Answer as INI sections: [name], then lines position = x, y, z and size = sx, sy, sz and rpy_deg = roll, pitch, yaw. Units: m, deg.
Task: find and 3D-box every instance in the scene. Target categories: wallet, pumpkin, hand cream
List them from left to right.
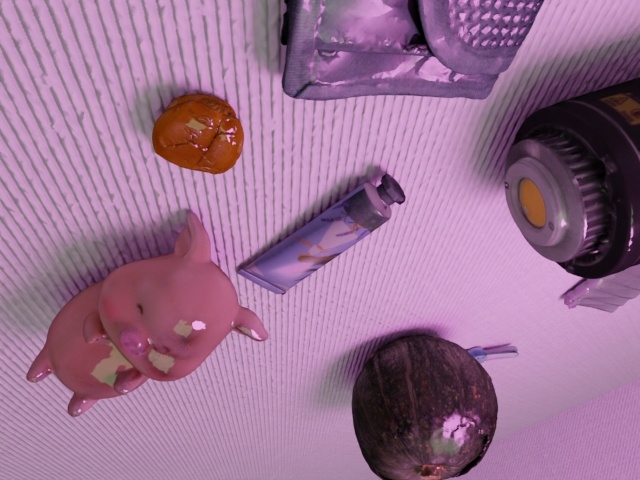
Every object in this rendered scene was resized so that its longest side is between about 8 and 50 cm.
[hand cream]
position = 0.000, 0.000, 0.557
size = 0.256, 0.055, 0.088
rpy_deg = -34, 135, 28
[pumpkin]
position = 0.214, 0.369, 0.891
size = 0.291, 0.258, 0.328
rpy_deg = -3, 134, 1
[wallet]
position = 0.103, -0.252, 0.282
size = 0.236, 0.075, 0.342
rpy_deg = -7, 139, -19

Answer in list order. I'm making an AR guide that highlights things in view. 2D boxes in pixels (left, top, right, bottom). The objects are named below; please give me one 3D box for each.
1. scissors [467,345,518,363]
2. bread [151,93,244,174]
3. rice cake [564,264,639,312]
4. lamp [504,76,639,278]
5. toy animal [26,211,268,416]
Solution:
[scissors]
position = 0.394, 0.299, 1.065
size = 0.255, 0.030, 0.125
rpy_deg = -4, 138, -12
[bread]
position = -0.113, -0.099, 0.393
size = 0.080, 0.046, 0.083
rpy_deg = -29, 141, 16
[rice cake]
position = 0.665, 0.100, 0.935
size = 0.197, 0.037, 0.189
rpy_deg = 6, 135, -26
[lamp]
position = 0.361, -0.084, 0.466
size = 0.271, 0.205, 0.374
rpy_deg = -9, 151, -18
[toy animal]
position = -0.209, 0.102, 0.504
size = 0.250, 0.154, 0.167
rpy_deg = -24, 119, 16
